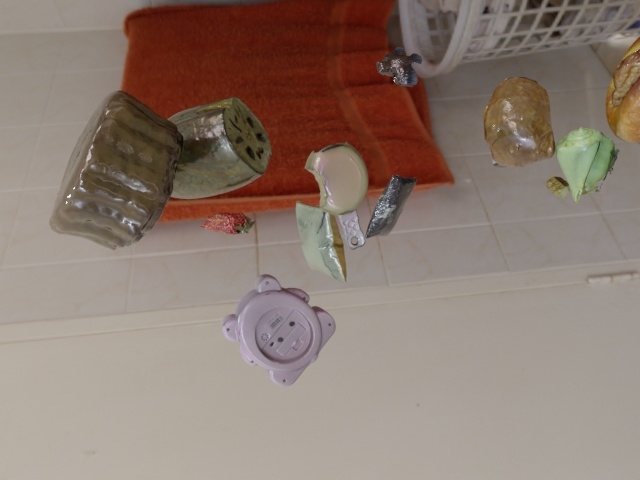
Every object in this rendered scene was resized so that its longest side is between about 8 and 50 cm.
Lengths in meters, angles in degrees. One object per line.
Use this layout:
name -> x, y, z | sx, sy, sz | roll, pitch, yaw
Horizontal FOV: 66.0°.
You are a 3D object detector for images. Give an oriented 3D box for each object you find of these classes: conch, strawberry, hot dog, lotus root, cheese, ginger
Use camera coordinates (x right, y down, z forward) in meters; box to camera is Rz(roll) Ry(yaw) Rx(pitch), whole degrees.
conch -> 0.819, -0.238, 1.505 | 0.251, 0.143, 0.137 | 50, 176, -21
strawberry -> -0.433, -0.085, 2.290 | 0.174, 0.228, 0.098 | -6, -79, -62
hot dog -> 0.845, -0.397, 1.108 | 0.223, 0.405, 0.185 | 50, -136, -22
lotus root -> -0.328, -0.230, 1.327 | 0.250, 0.345, 0.251 | -10, -90, -69
cheese -> 0.059, -0.113, 1.312 | 0.082, 0.163, 0.287 | -153, 48, -73
ginger -> 0.617, -0.363, 1.548 | 0.223, 0.200, 0.270 | -58, -43, -59

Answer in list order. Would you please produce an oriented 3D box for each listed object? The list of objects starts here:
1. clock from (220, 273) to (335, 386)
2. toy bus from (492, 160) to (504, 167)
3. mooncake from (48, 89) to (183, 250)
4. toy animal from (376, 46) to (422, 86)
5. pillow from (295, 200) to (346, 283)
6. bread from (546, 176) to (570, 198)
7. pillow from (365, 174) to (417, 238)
clock -> -0.139, 0.288, 1.618 | 0.322, 0.296, 0.113 | 42, 174, -20
toy bus -> 0.730, -0.330, 1.895 | 0.172, 0.057, 0.072 | 168, 105, -76
mooncake -> -0.427, -0.141, 1.048 | 0.324, 0.187, 0.324 | -36, 40, 38
toy animal -> 0.332, -0.758, 2.116 | 0.116, 0.179, 0.219 | -49, 52, 51
pillow -> 0.000, 0.000, 1.926 | 0.310, 0.119, 0.313 | 15, 120, 63
bread -> 0.907, -0.204, 1.875 | 0.060, 0.066, 0.110 | 57, -168, -30
pillow -> 0.211, -0.099, 1.492 | 0.055, 0.141, 0.208 | 35, 113, 30
